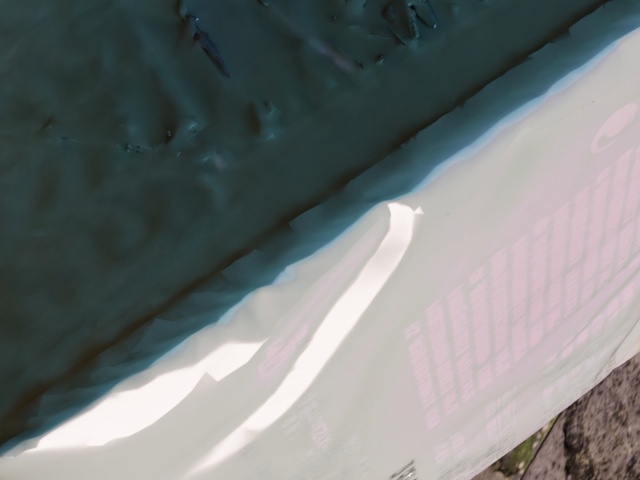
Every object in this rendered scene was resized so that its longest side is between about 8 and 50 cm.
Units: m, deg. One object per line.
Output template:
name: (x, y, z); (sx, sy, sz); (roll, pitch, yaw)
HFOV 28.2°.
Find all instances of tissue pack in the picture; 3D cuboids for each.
tissue pack: (0.000, 0.000, 0.599); (0.331, 0.205, 0.405); (-33, 156, -7)
